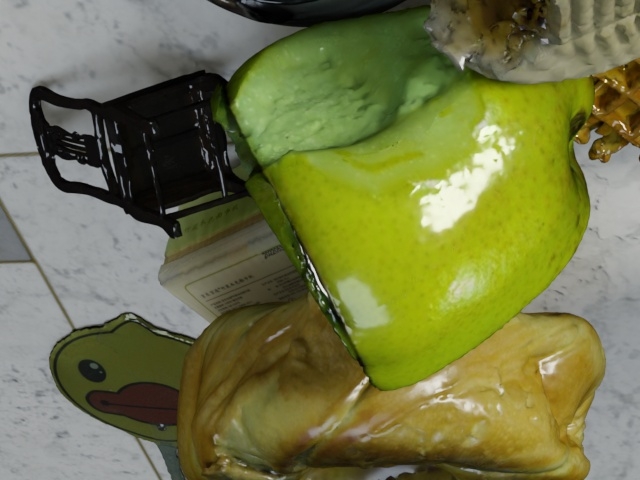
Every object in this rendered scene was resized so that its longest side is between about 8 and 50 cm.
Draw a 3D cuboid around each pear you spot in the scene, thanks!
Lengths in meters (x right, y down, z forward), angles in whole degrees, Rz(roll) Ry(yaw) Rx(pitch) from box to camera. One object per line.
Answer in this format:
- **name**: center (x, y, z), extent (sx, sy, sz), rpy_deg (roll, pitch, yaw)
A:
- **pear**: center (0.074, -0.066, 1.023), extent (0.292, 0.292, 0.159), rpy_deg (-2, 139, 17)

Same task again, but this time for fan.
- **fan**: center (-0.182, 0.190, 1.615), extent (0.230, 0.011, 0.335), rpy_deg (3, 139, 11)

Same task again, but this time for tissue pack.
- **tissue pack**: center (0.000, 0.000, 1.260), extent (0.234, 0.125, 0.159), rpy_deg (-24, 132, 36)

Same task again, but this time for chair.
- **chair**: center (-0.148, -0.085, 1.224), extent (0.229, 0.113, 0.106), rpy_deg (24, 128, 53)

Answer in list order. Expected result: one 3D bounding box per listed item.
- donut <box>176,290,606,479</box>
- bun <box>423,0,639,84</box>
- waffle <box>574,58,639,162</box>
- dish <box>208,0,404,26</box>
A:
- **donut**: center (0.061, 0.144, 1.211), extent (0.360, 0.170, 0.360), rpy_deg (1, 155, 0)
- **bun**: center (0.173, -0.241, 0.877), extent (0.282, 0.204, 0.281), rpy_deg (-16, 164, -5)
- **waffle**: center (0.253, -0.146, 1.085), extent (0.232, 0.051, 0.228), rpy_deg (3, 139, 13)
- **dish**: center (-0.030, -0.233, 0.998), extent (0.273, 0.133, 0.273), rpy_deg (8, 139, 7)
